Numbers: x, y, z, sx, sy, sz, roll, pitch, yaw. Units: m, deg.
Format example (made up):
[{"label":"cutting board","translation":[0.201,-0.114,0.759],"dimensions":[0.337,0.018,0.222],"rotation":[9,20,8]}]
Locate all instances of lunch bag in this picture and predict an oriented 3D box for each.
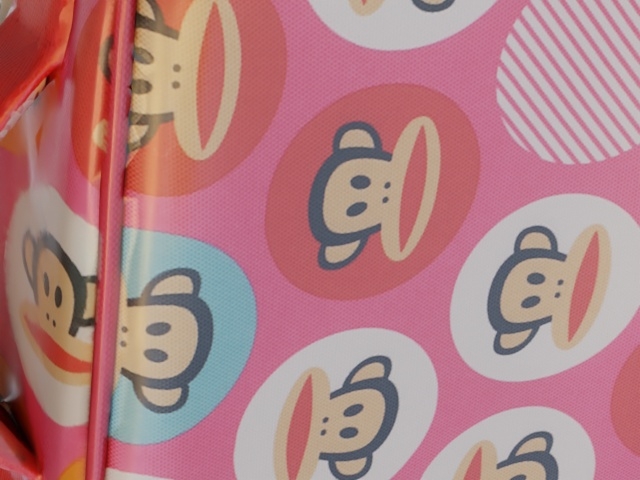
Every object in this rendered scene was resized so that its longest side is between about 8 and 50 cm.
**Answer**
[{"label":"lunch bag","translation":[0.000,0.000,0.480],"dimensions":[0.258,0.293,0.120],"rotation":[-5,-151,-30]}]
